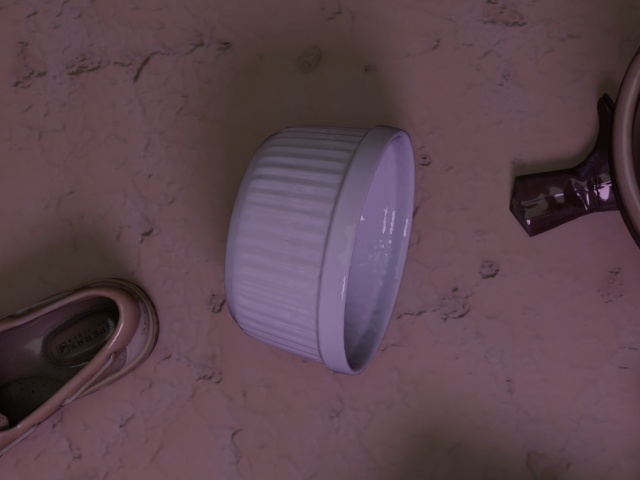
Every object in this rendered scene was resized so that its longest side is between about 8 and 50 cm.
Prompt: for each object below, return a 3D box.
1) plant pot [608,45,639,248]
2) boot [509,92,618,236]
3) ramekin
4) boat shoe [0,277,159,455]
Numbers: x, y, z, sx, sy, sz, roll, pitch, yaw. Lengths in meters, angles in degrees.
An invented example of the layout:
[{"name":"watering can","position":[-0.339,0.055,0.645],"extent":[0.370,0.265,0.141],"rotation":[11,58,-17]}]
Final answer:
[{"name":"plant pot","position":[0.352,-0.064,1.123],"extent":[0.263,0.229,0.263],"rotation":[0,85,5]},{"name":"boot","position":[0.215,-0.066,1.234],"extent":[0.114,0.037,0.106],"rotation":[-15,81,8]},{"name":"ramekin","position":[0.000,0.000,1.165],"extent":[0.109,0.207,0.207],"rotation":[12,85,15]},{"name":"boat shoe","position":[-0.303,0.134,1.218],"extent":[0.341,0.110,0.121],"rotation":[-34,83,1]}]
